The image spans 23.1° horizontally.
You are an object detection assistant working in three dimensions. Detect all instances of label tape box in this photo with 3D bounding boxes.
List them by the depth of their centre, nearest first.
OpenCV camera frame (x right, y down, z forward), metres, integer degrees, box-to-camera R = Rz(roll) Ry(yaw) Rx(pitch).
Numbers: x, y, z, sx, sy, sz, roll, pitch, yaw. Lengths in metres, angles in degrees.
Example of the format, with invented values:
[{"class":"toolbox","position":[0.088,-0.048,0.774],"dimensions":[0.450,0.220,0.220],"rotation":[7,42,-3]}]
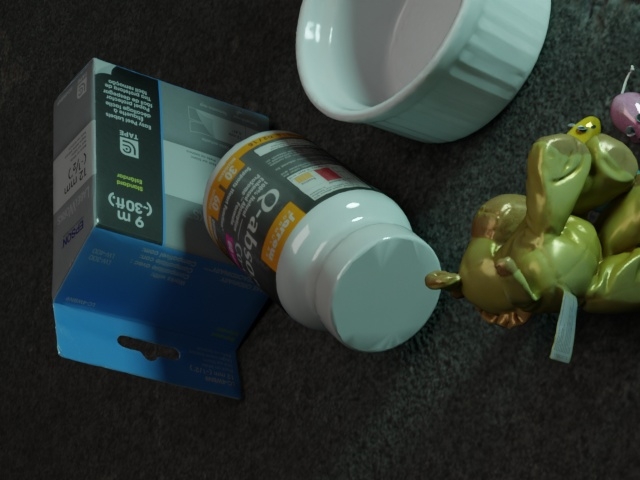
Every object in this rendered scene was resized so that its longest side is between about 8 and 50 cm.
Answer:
[{"class":"label tape box","position":[-0.176,-0.013,1.802],"dimensions":[0.115,0.249,0.347],"rotation":[-40,45,40]}]

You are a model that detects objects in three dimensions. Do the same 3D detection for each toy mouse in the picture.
[{"class":"toy mouse","position":[0.275,-0.084,1.457],"dimensions":[0.143,0.031,0.161],"rotation":[32,99,53]}]

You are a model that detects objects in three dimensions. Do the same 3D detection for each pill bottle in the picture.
[{"class":"pill bottle","position":[0.000,0.000,1.656],"dimensions":[0.278,0.162,0.162],"rotation":[40,105,52]}]

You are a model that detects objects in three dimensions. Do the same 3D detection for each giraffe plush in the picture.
[{"class":"giraffe plush","position":[0.196,0.014,1.409],"dimensions":[0.170,0.181,0.210],"rotation":[-9,48,62]}]

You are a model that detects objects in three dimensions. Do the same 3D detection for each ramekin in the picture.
[{"class":"ramekin","position":[0.112,-0.236,1.649],"dimensions":[0.277,0.135,0.277],"rotation":[-27,54,43]}]
